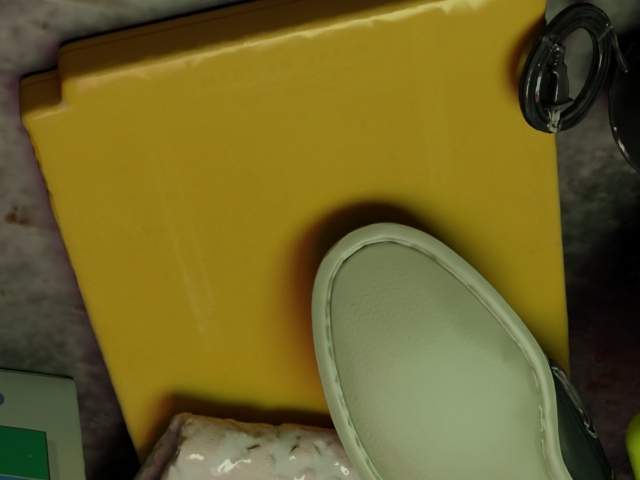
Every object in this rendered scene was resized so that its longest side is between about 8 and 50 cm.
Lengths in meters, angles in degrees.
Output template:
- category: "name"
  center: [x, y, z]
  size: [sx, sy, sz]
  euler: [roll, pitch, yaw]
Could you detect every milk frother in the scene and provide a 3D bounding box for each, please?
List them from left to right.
- category: "milk frother"
  center: [0.198, -0.078, 0.784]
  size: [0.143, 0.135, 0.129]
  euler: [-32, 109, -27]

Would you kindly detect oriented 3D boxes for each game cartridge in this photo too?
- category: "game cartridge"
  center: [0.000, 0.000, 0.888]
  size: [0.285, 0.052, 0.323]
  euler: [-13, 129, -2]

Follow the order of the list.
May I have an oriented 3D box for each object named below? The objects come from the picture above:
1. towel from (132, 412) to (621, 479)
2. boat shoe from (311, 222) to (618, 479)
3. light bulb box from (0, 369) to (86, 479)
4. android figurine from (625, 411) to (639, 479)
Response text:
- category: "towel"
  center: [-0.004, 0.238, 1.044]
  size: [0.332, 0.053, 0.317]
  euler: [11, 134, -28]
- category: "boat shoe"
  center: [0.102, 0.125, 0.902]
  size: [0.127, 0.113, 0.340]
  euler: [-39, 104, 5]
- category: "light bulb box"
  center: [-0.279, 0.309, 0.875]
  size: [0.225, 0.361, 0.358]
  euler: [10, 127, -23]
- category: "android figurine"
  center: [0.261, 0.106, 0.929]
  size: [0.056, 0.248, 0.272]
  euler: [-8, 102, 38]
